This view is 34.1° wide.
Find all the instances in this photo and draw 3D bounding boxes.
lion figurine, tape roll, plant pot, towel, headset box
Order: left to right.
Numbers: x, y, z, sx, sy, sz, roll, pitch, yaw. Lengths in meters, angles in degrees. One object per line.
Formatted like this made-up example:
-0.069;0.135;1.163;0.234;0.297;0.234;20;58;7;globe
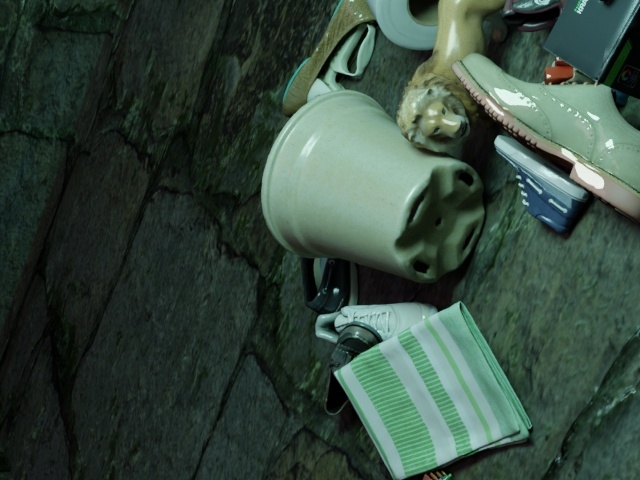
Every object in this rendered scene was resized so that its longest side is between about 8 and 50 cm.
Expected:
0.117;-0.074;1.890;0.305;0.334;0.334;27;102;44;plant pot
0.193;-0.500;1.943;0.246;0.246;0.169;-53;41;32;tape roll
0.183;0.271;1.782;0.325;0.038;0.248;-33;85;44;towel
0.248;-0.332;1.808;0.142;0.240;0.392;-9;72;55;lion figurine
0.478;-0.317;1.427;0.246;0.283;0.131;-63;36;19;headset box

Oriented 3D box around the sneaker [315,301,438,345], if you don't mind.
0.102;0.166;1.965;0.292;0.118;0.110;-17;57;51;sneaker

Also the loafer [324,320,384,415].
0.057;0.248;1.954;0.084;0.096;0.267;-59;-10;-32;loafer

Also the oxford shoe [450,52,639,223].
0.377;-0.189;1.604;0.397;0.140;0.146;40;101;20;oxford shoe

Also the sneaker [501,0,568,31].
0.323;-0.447;1.739;0.281;0.106;0.162;36;84;27;sneaker

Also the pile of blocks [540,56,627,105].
0.433;-0.277;1.634;0.362;0.112;0.149;-56;39;30;pile of blocks

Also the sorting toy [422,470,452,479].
0.216;0.425;1.785;0.042;0.061;0.102;-42;44;-7;sorting toy

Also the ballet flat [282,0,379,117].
0.036;-0.380;2.279;0.124;0.116;0.342;49;117;28;ballet flat

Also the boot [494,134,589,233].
0.345;-0.093;1.709;0.190;0.069;0.086;41;118;33;boot

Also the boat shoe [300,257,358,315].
-0.002;0.002;2.180;0.127;0.113;0.340;-28;57;49;boat shoe
